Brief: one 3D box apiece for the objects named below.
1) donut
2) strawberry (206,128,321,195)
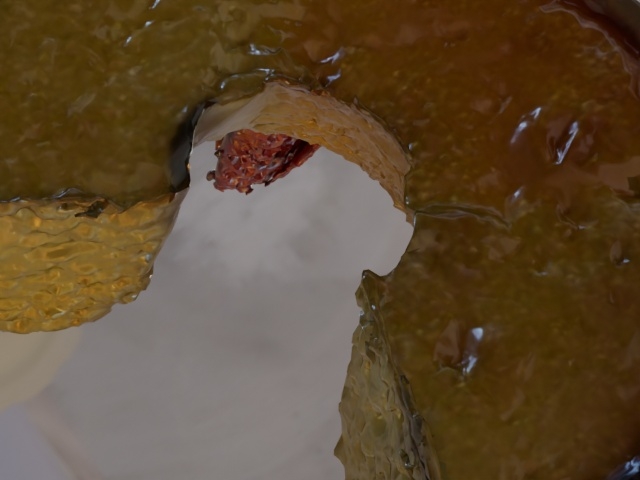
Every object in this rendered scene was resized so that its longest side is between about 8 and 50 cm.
[{"bbox_3d":[0.005,-0.009,0.408,0.181,0.078,0.146,29,-117,15],"label":"donut"},{"bbox_3d":[-0.028,-0.103,1.462,0.082,0.188,0.121,19,-127,-3],"label":"strawberry"}]
